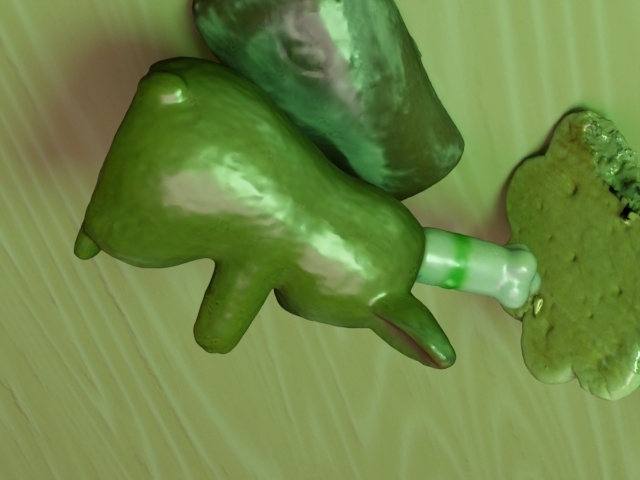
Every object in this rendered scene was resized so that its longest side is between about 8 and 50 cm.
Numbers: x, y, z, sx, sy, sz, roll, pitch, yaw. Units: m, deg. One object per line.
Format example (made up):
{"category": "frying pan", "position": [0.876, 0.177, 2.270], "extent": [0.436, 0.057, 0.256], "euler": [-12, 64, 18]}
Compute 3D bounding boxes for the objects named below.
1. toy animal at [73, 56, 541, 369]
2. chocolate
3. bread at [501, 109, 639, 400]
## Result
{"category": "toy animal", "position": [-0.015, 0.004, 1.064], "extent": [0.363, 0.181, 0.180], "euler": [36, 139, -14]}
{"category": "chocolate", "position": [0.007, -0.118, 1.118], "extent": [0.157, 0.080, 0.254], "euler": [-18, 125, 21]}
{"category": "bread", "position": [0.218, 0.021, 1.107], "extent": [0.039, 0.250, 0.181], "euler": [12, 129, -30]}
